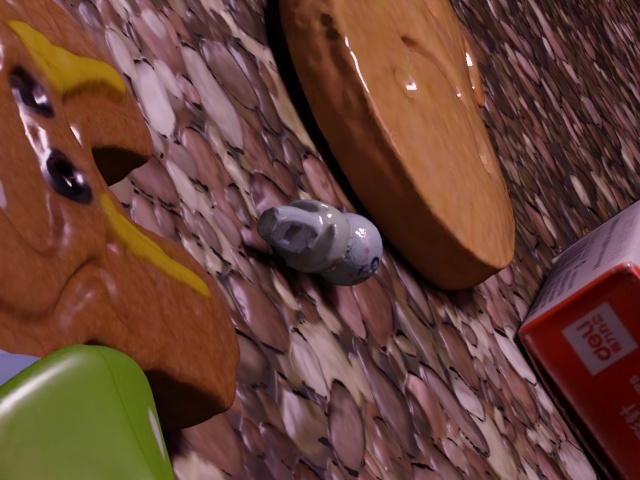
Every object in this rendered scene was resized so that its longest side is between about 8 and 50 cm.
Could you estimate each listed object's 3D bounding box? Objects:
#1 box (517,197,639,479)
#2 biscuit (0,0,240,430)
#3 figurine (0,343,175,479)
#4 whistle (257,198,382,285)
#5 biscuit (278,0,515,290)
[{"bbox_3d":[0.201,0.064,1.237,0.133,0.099,0.182,54,19,-5],"label":"box"},{"bbox_3d":[-0.115,-0.031,0.610,0.186,0.044,0.295,62,17,18],"label":"biscuit"},{"bbox_3d":[-0.034,0.110,0.460,0.263,0.143,0.162,45,8,12],"label":"figurine"},{"bbox_3d":[0.000,0.000,0.890,0.100,0.035,0.035,20,42,-61],"label":"whistle"},{"bbox_3d":[0.036,-0.132,1.150,0.275,0.052,0.355,42,27,-47],"label":"biscuit"}]
